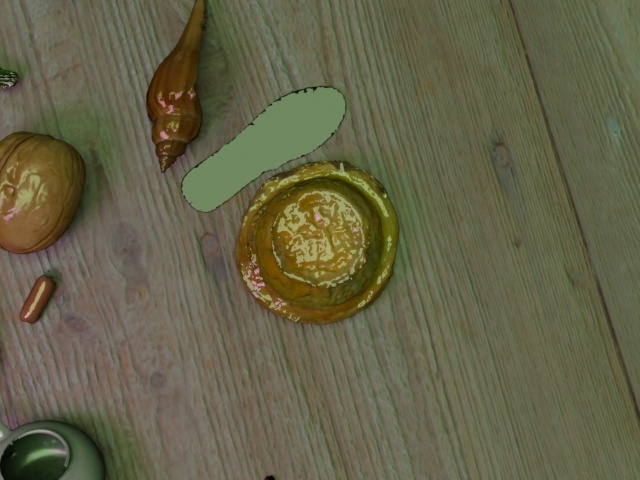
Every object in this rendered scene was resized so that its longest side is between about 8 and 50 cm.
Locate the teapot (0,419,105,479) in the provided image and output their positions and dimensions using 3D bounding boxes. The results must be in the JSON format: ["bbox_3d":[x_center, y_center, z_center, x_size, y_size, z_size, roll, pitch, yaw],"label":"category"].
[{"bbox_3d":[-0.434,0.367,1.576,0.294,0.129,0.193,35,57,24],"label":"teapot"}]

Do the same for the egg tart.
[{"bbox_3d":[0.000,0.000,1.664,0.288,0.118,0.288,1,82,-5],"label":"egg tart"}]

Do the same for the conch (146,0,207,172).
[{"bbox_3d":[-0.238,-0.268,1.674,0.093,0.109,0.330,2,76,4],"label":"conch"}]

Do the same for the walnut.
[{"bbox_3d":[-0.466,-0.076,1.617,0.165,0.165,0.197,28,82,-1],"label":"walnut"}]

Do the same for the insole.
[{"bbox_3d":[-0.094,-0.159,1.718,0.322,0.007,0.109,-36,87,-5],"label":"insole"}]

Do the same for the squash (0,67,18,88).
[{"bbox_3d":[-0.646,-0.329,1.664,0.318,0.071,0.080,34,84,-1],"label":"squash"}]

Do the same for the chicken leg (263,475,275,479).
[{"bbox_3d":[-0.048,0.452,1.667,0.145,0.037,0.062,41,63,-1],"label":"chicken leg"}]

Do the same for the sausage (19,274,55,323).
[{"bbox_3d":[-0.465,0.097,1.666,0.034,0.034,0.083,27,85,-1],"label":"sausage"}]
